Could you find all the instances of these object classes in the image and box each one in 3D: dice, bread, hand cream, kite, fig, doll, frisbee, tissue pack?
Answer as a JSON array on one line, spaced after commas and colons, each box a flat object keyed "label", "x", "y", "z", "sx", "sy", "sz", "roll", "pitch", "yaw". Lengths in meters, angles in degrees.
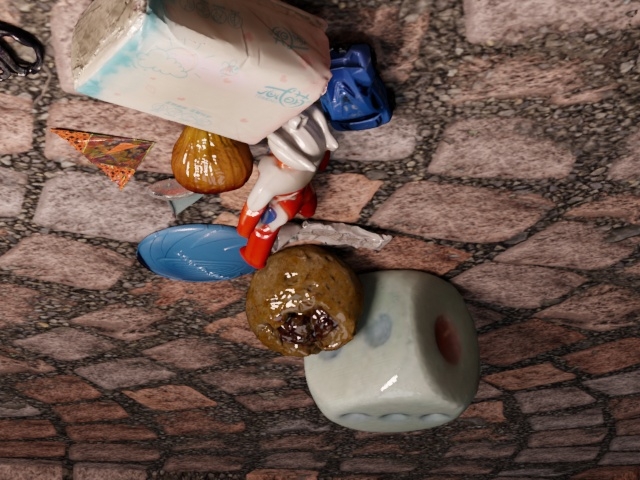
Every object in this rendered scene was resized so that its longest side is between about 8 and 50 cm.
[{"label": "dice", "x": 0.140, "y": 0.223, "z": 2.263, "sx": 0.263, "sy": 0.264, "sz": 0.268, "roll": -18, "pitch": 152, "yaw": 32}, {"label": "bread", "x": -0.026, "y": 0.122, "z": 2.109, "sx": 0.230, "sy": 0.123, "sz": 0.230, "roll": -3, "pitch": 125, "yaw": -4}, {"label": "hand cream", "x": -0.001, "y": -0.004, "z": 2.011, "sx": 0.257, "sy": 0.050, "sz": 0.084, "roll": 0, "pitch": 158, "yaw": -21}, {"label": "kite", "x": -0.305, "y": -0.134, "z": 1.739, "sx": 0.125, "sy": 0.008, "sz": 0.222, "roll": -11, "pitch": 154, "yaw": 18}, {"label": "fig", "x": -0.164, "y": -0.142, "z": 1.659, "sx": 0.119, "sy": 0.152, "sz": 0.119, "roll": -13, "pitch": -168, "yaw": 3}, {"label": "doll", "x": -0.050, "y": -0.086, "z": 1.705, "sx": 0.099, "sy": 0.188, "sz": 0.384, "roll": 40, "pitch": 156, "yaw": 8}, {"label": "frisbee", "x": -0.214, "y": 0.036, "z": 2.085, "sx": 0.242, "sy": 0.045, "sz": 0.242, "roll": -2, "pitch": 155, "yaw": -1}, {"label": "tissue pack", "x": -0.148, "y": -0.228, "z": 1.410, "sx": 0.271, "sy": 0.124, "sz": 0.201, "roll": 14, "pitch": 155, "yaw": -33}]

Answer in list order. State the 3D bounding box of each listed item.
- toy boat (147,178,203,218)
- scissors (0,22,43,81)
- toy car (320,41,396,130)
[{"label": "toy boat", "x": -0.227, "y": -0.069, "z": 1.876, "sx": 0.096, "sy": 0.034, "sz": 0.122, "roll": -3, "pitch": 164, "yaw": 2}, {"label": "scissors", "x": -0.435, "y": -0.280, "z": 1.388, "sx": 0.109, "sy": 0.022, "sz": 0.300, "roll": -11, "pitch": 154, "yaw": 9}, {"label": "toy car", "x": 0.040, "y": -0.197, "z": 1.561, "sx": 0.103, "sy": 0.063, "sz": 0.216, "roll": -9, "pitch": 155, "yaw": 13}]
